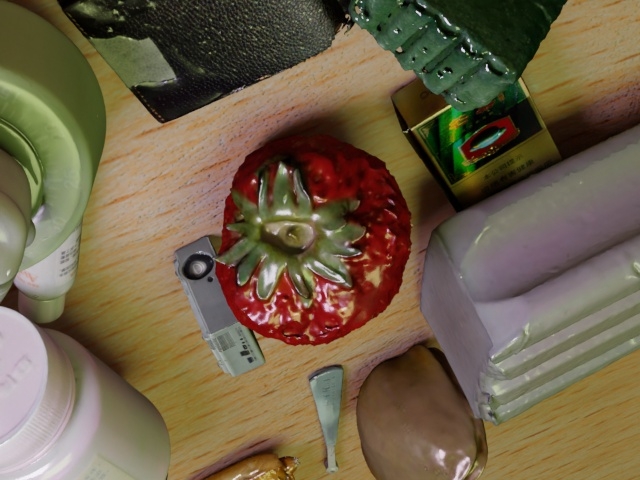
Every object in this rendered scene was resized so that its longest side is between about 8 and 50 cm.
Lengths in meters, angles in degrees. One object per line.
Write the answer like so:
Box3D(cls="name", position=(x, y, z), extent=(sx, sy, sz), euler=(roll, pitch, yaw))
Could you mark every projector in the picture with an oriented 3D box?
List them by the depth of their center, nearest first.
Box3D(cls="projector", position=(-0.132, 0.086, 1.805), extent=(0.061, 0.147, 0.115), euler=(-25, 142, -4))

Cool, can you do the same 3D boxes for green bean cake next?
Box3D(cls="green bean cake", position=(0.157, -0.266, 1.564), extent=(0.208, 0.193, 0.107), euler=(-54, -176, -34))

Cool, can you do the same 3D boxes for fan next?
Box3D(cls="fan", position=(0.009, 0.288, 2.229), extent=(0.057, 0.023, 0.282), euler=(-18, 140, -15))

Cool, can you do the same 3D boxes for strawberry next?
Box3D(cls="strawberry", position=(0.000, 0.000, 1.733), extent=(0.257, 0.257, 0.277), euler=(-35, 175, 10))

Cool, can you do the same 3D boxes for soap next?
Box3D(cls="soap", position=(0.369, 0.033, 1.948), extent=(0.435, 0.213, 0.350), euler=(-26, 155, -7))

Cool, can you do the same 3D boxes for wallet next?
Box3D(cls="wallet", position=(-0.114, -0.247, 1.502), extent=(0.262, 0.071, 0.221), euler=(-27, 144, 9))

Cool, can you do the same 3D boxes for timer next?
Box3D(cls="timer", position=(-0.347, -0.042, 1.339), extent=(0.291, 0.315, 0.290), euler=(-5, 125, -7))

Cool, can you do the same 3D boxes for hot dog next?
Box3D(cls="hot dog", position=(-0.138, 0.401, 2.220), extent=(0.249, 0.076, 0.102), euler=(-26, 115, 10))

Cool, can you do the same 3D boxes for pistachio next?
Box3D(cls="pistachio", position=(0.148, 0.291, 2.127), extent=(0.163, 0.260, 0.212), euler=(15, 118, -29))

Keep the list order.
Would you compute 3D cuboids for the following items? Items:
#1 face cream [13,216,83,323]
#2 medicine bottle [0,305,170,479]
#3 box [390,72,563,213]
Box3D(cls="face cream", position=(-0.317, -0.007, 1.641), extent=(0.082, 0.082, 0.269), euler=(-8, 138, -23))
Box3D(cls="medicine bottle", position=(-0.340, 0.230, 1.751), extent=(0.213, 0.213, 0.378), euler=(-29, 152, 1))
Box3D(cls="box", position=(0.202, -0.140, 1.808), extent=(0.159, 0.071, 0.240), euler=(-31, 144, 8))
